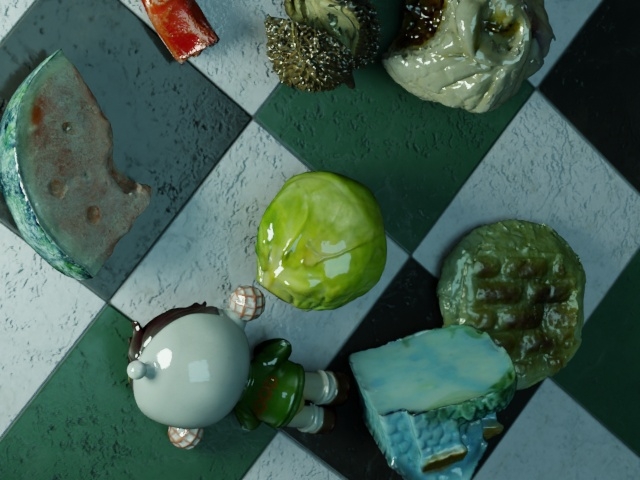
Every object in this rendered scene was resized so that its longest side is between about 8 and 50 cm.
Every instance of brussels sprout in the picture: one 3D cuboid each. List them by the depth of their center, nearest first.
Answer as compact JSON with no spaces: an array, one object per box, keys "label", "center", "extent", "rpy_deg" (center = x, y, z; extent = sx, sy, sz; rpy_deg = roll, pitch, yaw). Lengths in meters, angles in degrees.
[{"label":"brussels sprout","center":[0.000,0.000,1.822],"extent":[0.223,0.161,0.223],"rpy_deg":[-2,95,-28]}]

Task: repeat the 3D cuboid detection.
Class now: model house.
[{"label":"model house","center":[0.191,0.296,1.873],"extent":[0.226,0.261,0.241],"rpy_deg":[-13,110,-6]}]

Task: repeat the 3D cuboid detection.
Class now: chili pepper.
[{"label":"chili pepper","center":[-0.205,-0.324,1.738],"extent":[0.123,0.073,0.070],"rpy_deg":[57,46,-22]}]

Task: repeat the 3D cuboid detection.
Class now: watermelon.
[{"label":"watermelon","center":[-0.355,-0.100,1.700],"extent":[0.226,0.148,0.318],"rpy_deg":[-5,87,-39]}]

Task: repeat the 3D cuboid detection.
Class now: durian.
[{"label":"durian","center":[0.009,-0.296,1.785],"extent":[0.196,0.167,0.196],"rpy_deg":[-16,122,-27]}]

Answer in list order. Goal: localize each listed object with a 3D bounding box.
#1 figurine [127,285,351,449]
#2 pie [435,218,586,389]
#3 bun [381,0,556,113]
[{"label":"figurine","center":[-0.131,0.207,1.803],"extent":[0.370,0.167,0.281],"rpy_deg":[19,105,-29]},{"label":"pie","center":[0.330,0.106,2.025],"extent":[0.306,0.071,0.306],"rpy_deg":[-4,100,-23]},{"label":"bun","center":[0.237,-0.328,1.836],"extent":[0.281,0.205,0.281],"rpy_deg":[-12,112,-31]}]
